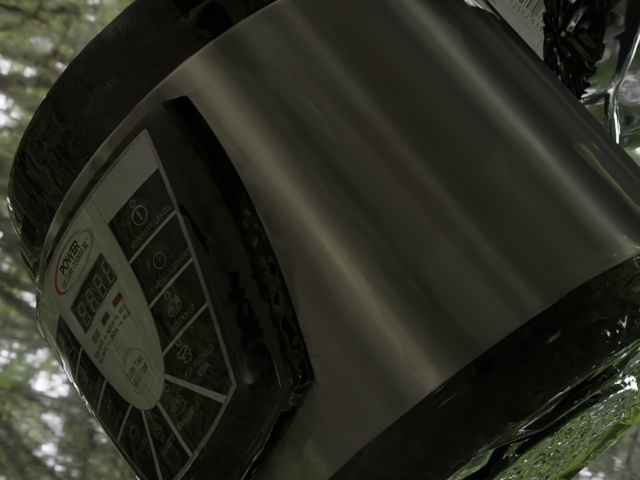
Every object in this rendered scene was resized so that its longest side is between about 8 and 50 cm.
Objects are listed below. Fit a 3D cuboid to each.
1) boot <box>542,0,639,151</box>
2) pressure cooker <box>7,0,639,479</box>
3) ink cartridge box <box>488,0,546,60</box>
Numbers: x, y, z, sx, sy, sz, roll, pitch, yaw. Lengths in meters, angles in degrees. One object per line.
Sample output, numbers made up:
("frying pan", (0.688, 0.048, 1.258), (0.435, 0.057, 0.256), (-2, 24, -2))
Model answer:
("boot", (0.293, -0.171, 0.927), (0.260, 0.348, 0.131), (-13, -107, 4))
("pressure cooker", (0.003, 0.000, 0.881), (0.370, 0.375, 0.420), (-35, -111, -6))
("ink cartridge box", (0.142, -0.283, 1.343), (0.395, 0.270, 0.151), (-55, -152, -1))
